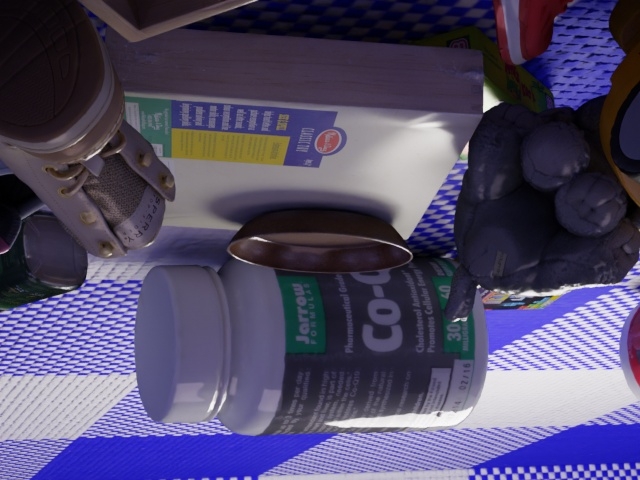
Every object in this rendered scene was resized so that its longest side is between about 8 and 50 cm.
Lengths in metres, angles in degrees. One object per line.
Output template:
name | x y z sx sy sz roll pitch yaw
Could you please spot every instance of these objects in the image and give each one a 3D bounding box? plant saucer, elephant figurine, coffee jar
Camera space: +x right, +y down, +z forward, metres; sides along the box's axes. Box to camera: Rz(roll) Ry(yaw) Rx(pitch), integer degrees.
plant saucer | 0.000 0.000 1.444 0.168 0.029 0.168 3 168 1
elephant figurine | 0.215 -0.055 1.264 0.186 0.169 0.239 2 -156 33
coffee jar | -0.332 0.032 1.620 0.184 0.079 0.096 -17 163 32

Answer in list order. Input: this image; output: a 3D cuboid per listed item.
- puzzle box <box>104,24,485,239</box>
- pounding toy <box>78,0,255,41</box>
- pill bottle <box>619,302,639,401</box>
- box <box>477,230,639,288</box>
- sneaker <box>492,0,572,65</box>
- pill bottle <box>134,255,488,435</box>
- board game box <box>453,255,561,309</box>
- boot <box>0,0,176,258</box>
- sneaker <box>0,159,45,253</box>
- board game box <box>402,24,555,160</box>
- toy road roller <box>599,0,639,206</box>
puzzle box | -0.032 -0.075 1.299 0.272 0.052 0.409 4 167 -4
pounding toy | -0.062 -0.212 0.870 0.206 0.094 0.181 -16 159 18
pill bottle | 0.536 0.115 2.005 0.176 0.176 0.318 3 162 -27
box | 0.237 -0.020 1.620 0.058 0.087 0.232 3 160 -34
sneaker | 0.175 -0.183 1.051 0.128 0.087 0.221 -7 165 9
pill bottle | -0.013 0.116 1.787 0.361 0.204 0.204 1 162 -22
board game box | 0.227 0.041 1.883 0.141 0.048 0.170 -2 163 -15
boot | -0.155 -0.063 1.019 0.262 0.095 0.203 31 162 52
sneaker | -0.301 -0.045 1.281 0.319 0.131 0.112 -17 160 35
board game box | 0.122 -0.118 1.321 0.092 0.043 0.181 -13 162 25
toy road roller | 0.329 -0.143 1.073 0.202 0.241 0.329 31 111 -25
